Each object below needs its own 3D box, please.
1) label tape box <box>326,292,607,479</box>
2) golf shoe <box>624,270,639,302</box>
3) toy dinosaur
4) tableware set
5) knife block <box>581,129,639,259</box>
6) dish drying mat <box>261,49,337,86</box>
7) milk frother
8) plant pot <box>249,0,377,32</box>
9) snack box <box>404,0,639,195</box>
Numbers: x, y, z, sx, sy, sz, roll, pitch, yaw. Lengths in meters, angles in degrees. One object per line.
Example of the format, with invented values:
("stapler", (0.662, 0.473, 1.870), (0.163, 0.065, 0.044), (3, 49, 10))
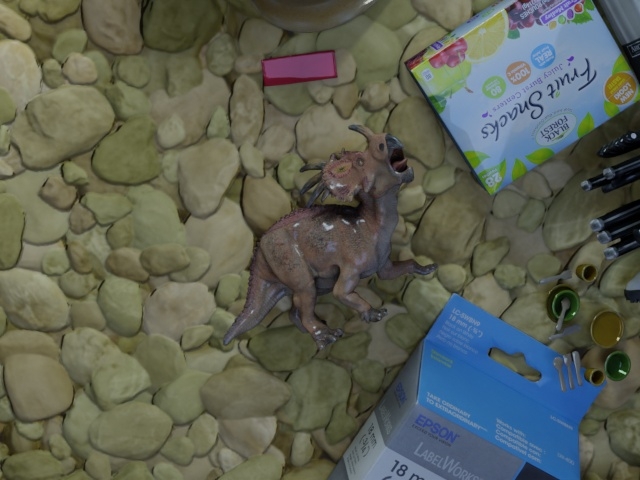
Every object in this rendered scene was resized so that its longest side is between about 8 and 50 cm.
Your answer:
("label tape box", (0.174, 0.270, 1.439), (0.240, 0.106, 0.334), (29, 102, -12))
("golf shoe", (0.430, -0.003, 1.403), (0.198, 0.077, 0.094), (-34, 96, -2))
("toy dinosaur", (0.000, 0.000, 1.345), (0.295, 0.127, 0.200), (-27, 99, 16))
("tableware set", (0.324, 0.104, 1.432), (0.104, 0.024, 0.154), (-15, 100, -18))
("knife block", (0.439, -0.061, 1.320), (0.275, 0.088, 0.242), (22, 78, -7))
("dish drying mat", (-0.024, -0.193, 1.340), (0.083, 0.008, 0.032), (-8, 107, -3))
("milk frother", (0.382, -0.254, 1.286), (0.129, 0.143, 0.135), (-24, 97, 34))
("plant pot", (0.010, -0.328, 1.233), (0.236, 0.032, 0.236), (-24, 139, -23))
("snack box", (0.227, -0.180, 1.331), (0.207, 0.070, 0.174), (-32, 106, 6))
